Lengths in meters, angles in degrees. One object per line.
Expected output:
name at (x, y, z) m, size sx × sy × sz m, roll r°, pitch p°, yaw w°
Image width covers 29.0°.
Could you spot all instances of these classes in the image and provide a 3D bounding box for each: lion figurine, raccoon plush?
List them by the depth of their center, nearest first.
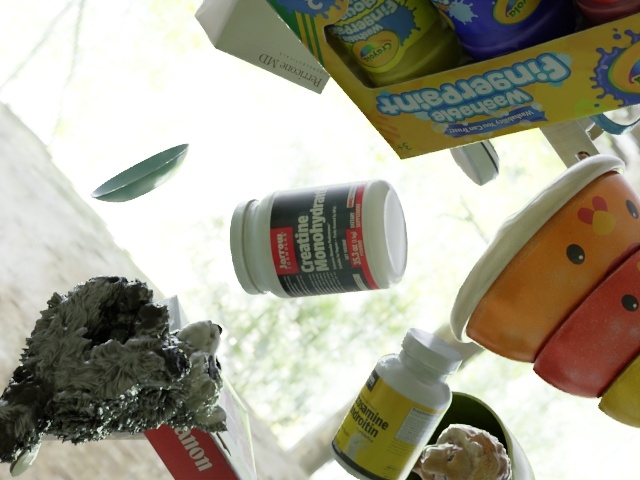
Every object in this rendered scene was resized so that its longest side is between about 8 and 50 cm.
raccoon plush at (-0.338, 0.237, 1.789) m, size 0.216 × 0.446 × 0.299 m, roll 60°, pitch 173°, yaw 34°
lion figurine at (0.219, 0.439, 1.874) m, size 0.240 × 0.142 × 0.392 m, roll -145°, pitch 41°, yaw -64°

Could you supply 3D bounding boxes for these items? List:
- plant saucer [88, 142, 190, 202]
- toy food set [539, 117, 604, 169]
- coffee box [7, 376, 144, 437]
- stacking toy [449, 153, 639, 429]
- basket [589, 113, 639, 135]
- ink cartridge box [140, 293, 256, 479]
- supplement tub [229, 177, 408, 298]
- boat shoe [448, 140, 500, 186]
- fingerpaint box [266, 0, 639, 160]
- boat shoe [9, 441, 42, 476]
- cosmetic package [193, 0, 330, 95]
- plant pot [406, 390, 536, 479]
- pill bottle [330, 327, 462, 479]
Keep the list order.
plant saucer at (-0.300, -0.106, 2.103) m, size 0.037 × 0.195 × 0.195 m, roll 63°, pitch -176°, yaw -15°
toy food set at (0.433, -0.191, 2.047) m, size 0.219 × 0.092 × 0.306 m, roll 50°, pitch -158°, yaw -24°
coffee box at (-0.447, 0.323, 2.390) m, size 0.168 × 0.297 × 0.118 m, roll 142°, pitch 128°, yaw -65°
stacking toy at (0.454, 0.142, 1.736) m, size 0.480 × 0.350 × 0.350 m, roll 43°, pitch -174°, yaw 18°
basket at (0.396, -0.305, 1.706) m, size 0.255 × 0.289 × 0.201 m, roll 43°, pitch 157°, yaw 7°
ink cartridge box at (-0.230, 0.300, 2.122) m, size 0.272 × 0.130 × 0.309 m, roll -105°, pitch -9°, yaw -57°
supplement tub at (0.000, 0.000, 2.117) m, size 0.191 × 0.272 × 0.191 m, roll -6°, pitch -90°, yaw -72°
boat shoe at (0.280, -0.248, 2.254) m, size 0.367 × 0.156 × 0.136 m, roll -115°, pitch 0°, yaw -48°
fingerpaint box at (0.174, -0.291, 1.281) m, size 0.371 × 0.445 × 0.163 m, roll 46°, pitch -129°, yaw -33°
boat shoe at (-0.617, 0.431, 2.590) m, size 0.043 × 0.137 × 0.049 m, roll 33°, pitch -172°, yaw 24°
cosmetic package at (-0.011, -0.425, 1.807) m, size 0.197 × 0.365 × 0.155 m, roll 19°, pitch -161°, yaw -27°
plant pot at (0.291, 0.453, 2.318) m, size 0.293 × 0.275 × 0.275 m, roll 35°, pitch -165°, yaw -50°
pill bottle at (0.095, 0.202, 1.499) m, size 0.103 × 0.184 × 0.103 m, roll 27°, pitch -168°, yaw -6°
